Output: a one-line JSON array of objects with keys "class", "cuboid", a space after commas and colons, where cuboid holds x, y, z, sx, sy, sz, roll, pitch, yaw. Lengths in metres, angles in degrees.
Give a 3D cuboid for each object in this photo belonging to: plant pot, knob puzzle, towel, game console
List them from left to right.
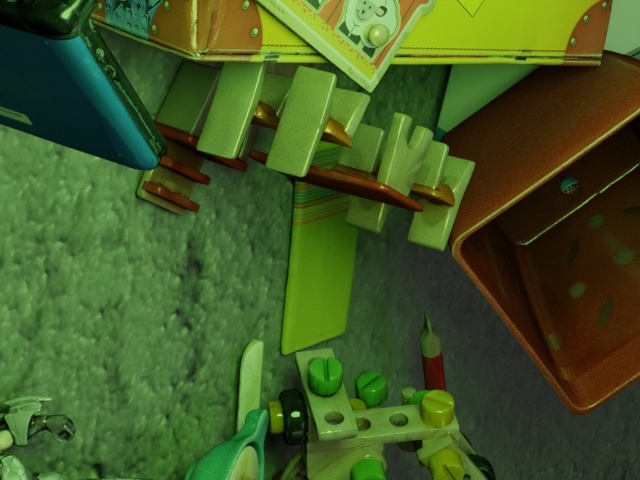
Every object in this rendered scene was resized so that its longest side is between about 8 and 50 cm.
[{"class": "game console", "cuboid": [-0.222, -0.214, 1.344, 0.173, 0.293, 0.250, -56, 144, -21]}, {"class": "towel", "cuboid": [0.000, 0.000, 2.007, 0.102, 0.021, 0.237, -16, 119, -44]}, {"class": "knob puzzle", "cuboid": [0.046, -0.240, 1.553, 0.213, 0.030, 0.213, -18, 119, -36]}, {"class": "plant pot", "cuboid": [0.266, -0.040, 1.904, 0.267, 0.235, 0.267, -35, 122, 6]}]

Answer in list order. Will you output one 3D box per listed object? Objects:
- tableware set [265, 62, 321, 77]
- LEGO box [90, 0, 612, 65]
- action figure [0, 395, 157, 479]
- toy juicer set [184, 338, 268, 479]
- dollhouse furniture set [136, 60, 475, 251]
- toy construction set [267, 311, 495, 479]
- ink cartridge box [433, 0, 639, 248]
[{"class": "tableware set", "cuboid": [-0.021, -0.238, 1.843, 0.128, 0.039, 0.194, 16, 97, -63]}, {"class": "LEGO box", "cuboid": [0.058, -0.355, 1.673, 0.500, 0.193, 0.372, -4, 110, -41]}, {"class": "action figure", "cuboid": [-0.250, 0.236, 1.688, 0.285, 0.099, 0.185, 37, 57, -63]}, {"class": "toy juicer set", "cuboid": [-0.086, 0.284, 1.897, 0.329, 0.089, 0.209, -64, 158, -46]}, {"class": "dollhouse furniture set", "cuboid": [-0.029, -0.066, 1.717, 0.262, 0.259, 0.135, 26, 82, -55]}, {"class": "toy construction set", "cuboid": [0.069, 0.185, 2.011, 0.309, 0.257, 0.237, -66, 155, -50]}, {"class": "ink cartridge box", "cuboid": [0.298, -0.215, 2.112, 0.285, 0.166, 0.395, -17, 129, -43]}]
